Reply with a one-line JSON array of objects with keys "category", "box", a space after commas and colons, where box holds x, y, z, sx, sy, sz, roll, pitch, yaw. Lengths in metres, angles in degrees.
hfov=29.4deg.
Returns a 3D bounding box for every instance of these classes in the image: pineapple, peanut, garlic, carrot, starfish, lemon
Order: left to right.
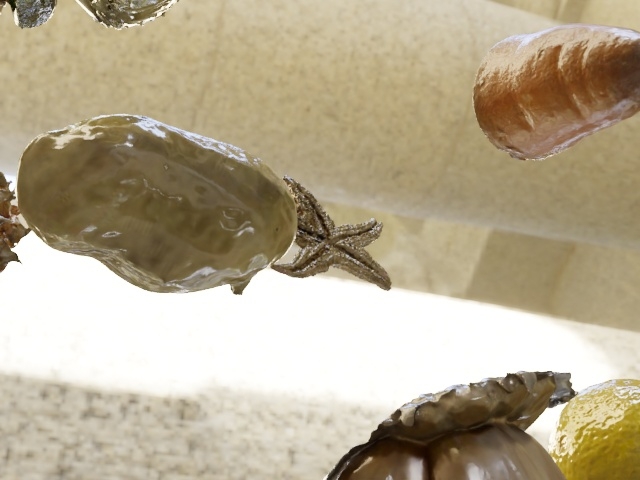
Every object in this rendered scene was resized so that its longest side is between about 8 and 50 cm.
[{"category": "pineapple", "box": [-0.349, -0.010, 1.199, 0.069, 0.116, 0.137, 63, 18, -49]}, {"category": "peanut", "box": [-0.127, -0.026, 0.941, 0.129, 0.224, 0.129, -46, -146, 45]}, {"category": "starfish", "box": [-0.001, 0.001, 1.693, 0.227, 0.240, 0.043, 40, -56, 14]}, {"category": "garlic", "box": [0.121, 0.167, 0.694, 0.207, 0.257, 0.207, 10, 90, -77]}, {"category": "carrot", "box": [0.309, -0.180, 1.426, 0.225, 0.159, 0.159, -4, -103, 60]}, {"category": "lemon", "box": [0.441, 0.315, 1.756, 0.253, 0.228, 0.228, -105, -147, -56]}]

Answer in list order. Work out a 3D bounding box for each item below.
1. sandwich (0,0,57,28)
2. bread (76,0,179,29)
[{"category": "sandwich", "box": [-0.481, -0.390, 1.865, 0.250, 0.162, 0.301, -61, -163, 22]}, {"category": "bread", "box": [-0.189, -0.349, 1.116, 0.305, 0.159, 0.305, 52, -27, 41]}]
